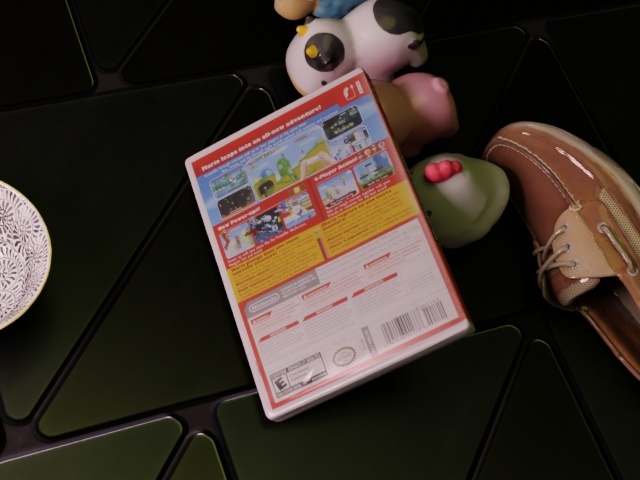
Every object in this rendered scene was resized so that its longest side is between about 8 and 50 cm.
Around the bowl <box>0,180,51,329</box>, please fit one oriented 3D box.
[{"bbox_3d":[-0.323,0.029,1.016,0.170,0.080,0.170,6,60,-10],"label":"bowl"}]

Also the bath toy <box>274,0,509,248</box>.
[{"bbox_3d":[0.064,-0.147,1.185,0.151,0.129,0.348,-31,67,9],"label":"bath toy"}]

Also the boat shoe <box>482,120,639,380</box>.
[{"bbox_3d":[0.273,0.014,1.148,0.116,0.123,0.324,-34,72,-26],"label":"boat shoe"}]

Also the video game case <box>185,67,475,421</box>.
[{"bbox_3d":[0.000,0.000,1.079,0.204,0.025,0.285,-26,65,13],"label":"video game case"}]
